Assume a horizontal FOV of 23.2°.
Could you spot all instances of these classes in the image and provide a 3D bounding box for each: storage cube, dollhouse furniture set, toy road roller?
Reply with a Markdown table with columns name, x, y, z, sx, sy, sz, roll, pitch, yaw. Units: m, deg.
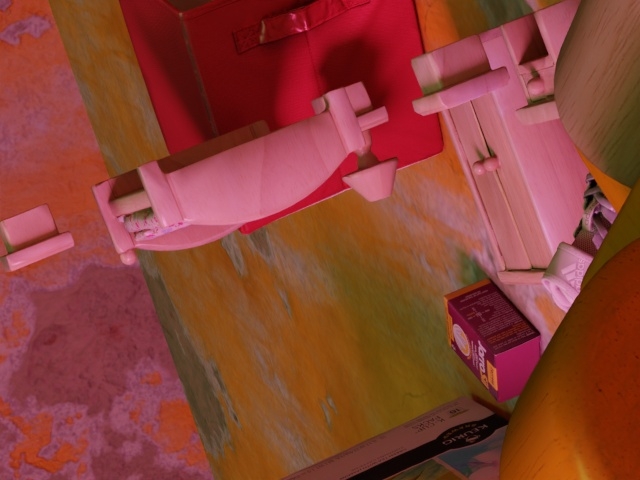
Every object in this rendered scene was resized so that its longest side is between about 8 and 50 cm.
| name | x | y | z | sx | sy | sz | roll | pitch | yaw |
| --- | --- | --- | --- | --- | --- | --- | --- | --- | --- |
| storage cube | -0.036 | -0.152 | 1.236 | 0.215 | 0.184 | 0.193 | 44 | 153 | 56 |
| dollhouse furniture set | 0.000 | 0.000 | 0.985 | 0.173 | 0.356 | 0.303 | 68 | 165 | -4 |
| toy road roller | 0.165 | 0.015 | 0.647 | 0.329 | 0.241 | 0.202 | 62 | 164 | 21 |

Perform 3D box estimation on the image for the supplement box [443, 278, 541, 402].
| name | x | y | z | sx | sy | sz | roll | pitch | yaw |
| --- | --- | --- | --- | --- | --- | --- | --- | --- | --- |
| supplement box | 0.136 | 0.079 | 1.229 | 0.083 | 0.043 | 0.055 | 50 | 156 | 48 |

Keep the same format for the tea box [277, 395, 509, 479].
| name | x | y | z | sx | sy | sz | roll | pitch | yaw |
| --- | --- | --- | --- | --- | --- | --- | --- | --- | --- |
| tea box | 0.135 | 0.344 | 1.263 | 0.323 | 0.220 | 0.329 | 18 | 129 | 70 |

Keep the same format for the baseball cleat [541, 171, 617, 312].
| name | x | y | z | sx | sy | sz | roll | pitch | yaw |
| --- | --- | --- | --- | --- | --- | --- | --- | --- | --- |
| baseball cleat | 0.166 | -0.024 | 0.847 | 0.072 | 0.109 | 0.206 | -156 | 48 | -76 |
